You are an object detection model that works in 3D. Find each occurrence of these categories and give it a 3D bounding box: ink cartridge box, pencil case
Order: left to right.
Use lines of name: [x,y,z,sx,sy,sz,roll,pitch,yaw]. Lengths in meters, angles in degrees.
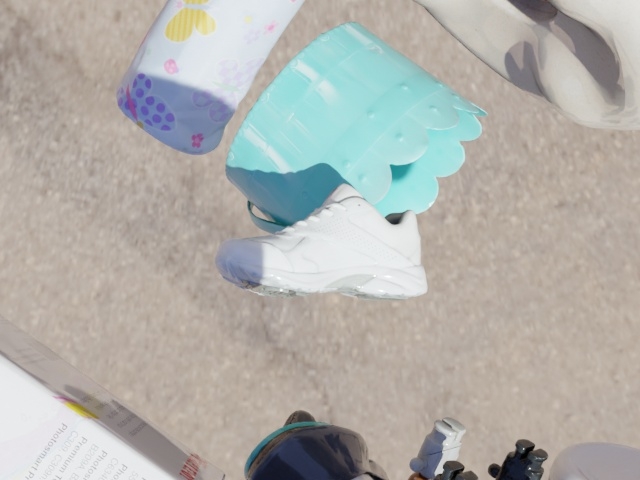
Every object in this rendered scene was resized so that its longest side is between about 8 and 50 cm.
ink cartridge box: [-0.102,0.092,0.439,0.143,0.092,0.090,35,86,1]
pencil case: [-0.083,-0.211,1.193,0.124,0.113,0.273,-1,133,-55]

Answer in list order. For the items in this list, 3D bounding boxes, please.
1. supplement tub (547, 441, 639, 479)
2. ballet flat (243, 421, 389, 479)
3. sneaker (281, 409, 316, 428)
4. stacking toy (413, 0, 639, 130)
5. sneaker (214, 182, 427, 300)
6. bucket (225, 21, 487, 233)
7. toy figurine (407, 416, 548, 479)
supplement tub: [0.430,0.490,1.920,0.228,0.228,0.316,8,108,-6]
ballet flat: [0.016,0.158,0.770,0.074,0.074,0.203,-16,158,10]
sneaker: [0.016,0.392,1.842,0.162,0.281,0.106,9,160,-20]
stacking toy: [0.272,-0.352,0.959,0.480,0.350,0.350,-46,117,-7]
sneaker: [0.000,0.000,1.265,0.232,0.090,0.115,4,83,-32]
bucket: [0.036,-0.101,1.461,0.183,0.281,0.281,41,120,13]
toy figurine: [0.222,0.367,1.779,0.209,0.213,0.148,17,109,-11]
